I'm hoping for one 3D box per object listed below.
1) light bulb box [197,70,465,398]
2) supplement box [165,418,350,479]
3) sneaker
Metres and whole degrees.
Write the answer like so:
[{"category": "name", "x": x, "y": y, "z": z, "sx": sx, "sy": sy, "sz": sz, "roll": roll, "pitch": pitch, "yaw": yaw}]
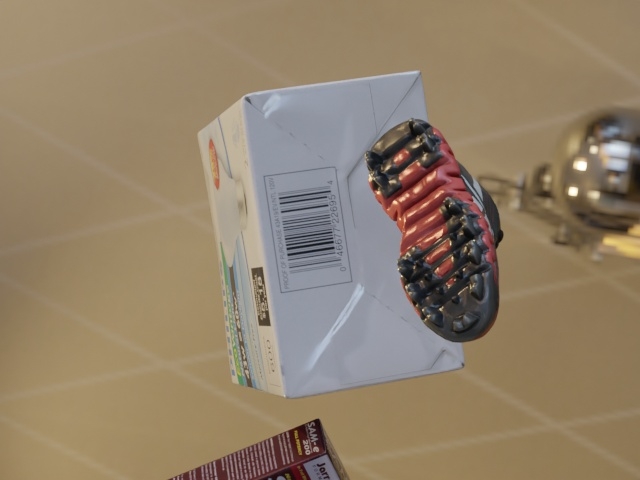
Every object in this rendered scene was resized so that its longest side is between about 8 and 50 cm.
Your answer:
[{"category": "light bulb box", "x": 0.000, "y": 0.000, "z": 1.794, "sx": 0.361, "sy": 0.225, "sz": 0.358, "roll": 165, "pitch": 97, "yaw": -76}, {"category": "supplement box", "x": -0.083, "y": 0.324, "z": 1.738, "sx": 0.073, "sy": 0.239, "sz": 0.130, "roll": -107, "pitch": -8, "yaw": -60}, {"category": "sneaker", "x": 0.129, "y": 0.004, "z": 1.381, "sx": 0.135, "sy": 0.097, "sz": 0.276, "roll": 43, "pitch": -160, "yaw": -38}]
